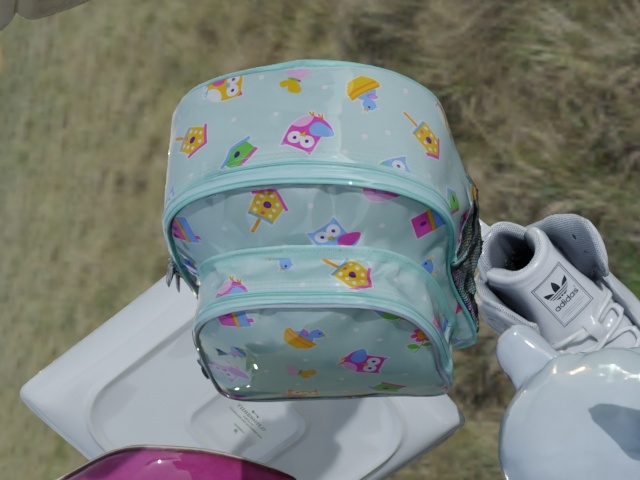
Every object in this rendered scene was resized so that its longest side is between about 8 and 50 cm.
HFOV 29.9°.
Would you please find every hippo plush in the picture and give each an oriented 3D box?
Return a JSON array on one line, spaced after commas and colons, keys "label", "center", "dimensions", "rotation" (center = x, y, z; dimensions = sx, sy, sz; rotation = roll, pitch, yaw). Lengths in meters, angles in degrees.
[{"label": "hippo plush", "center": [0.209, 0.132, 0.612], "dimensions": [0.236, 0.294, 0.234], "rotation": [-28, 70, 49]}]

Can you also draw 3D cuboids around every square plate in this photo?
[{"label": "square plate", "center": [-0.075, 0.183, 1.258], "dimensions": [0.344, 0.347, 0.049], "rotation": [-38, 20, 8]}]

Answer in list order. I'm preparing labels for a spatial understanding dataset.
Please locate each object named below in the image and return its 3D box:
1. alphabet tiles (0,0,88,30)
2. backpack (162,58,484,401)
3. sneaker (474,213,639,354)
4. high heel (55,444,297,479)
[{"label": "alphabet tiles", "center": [-0.107, -0.195, 0.537], "dimensions": [0.021, 0.284, 0.278], "rotation": [55, 152, 15]}, {"label": "backpack", "center": [0.000, 0.000, 0.631], "dimensions": [0.188, 0.165, 0.144], "rotation": [74, -161, -49]}, {"label": "sneaker", "center": [0.260, 0.109, 1.079], "dimensions": [0.137, 0.210, 0.366], "rotation": [-43, 42, -3]}, {"label": "high heel", "center": [-0.204, 0.273, 1.003], "dimensions": [0.127, 0.377, 0.181], "rotation": [84, -177, -65]}]
